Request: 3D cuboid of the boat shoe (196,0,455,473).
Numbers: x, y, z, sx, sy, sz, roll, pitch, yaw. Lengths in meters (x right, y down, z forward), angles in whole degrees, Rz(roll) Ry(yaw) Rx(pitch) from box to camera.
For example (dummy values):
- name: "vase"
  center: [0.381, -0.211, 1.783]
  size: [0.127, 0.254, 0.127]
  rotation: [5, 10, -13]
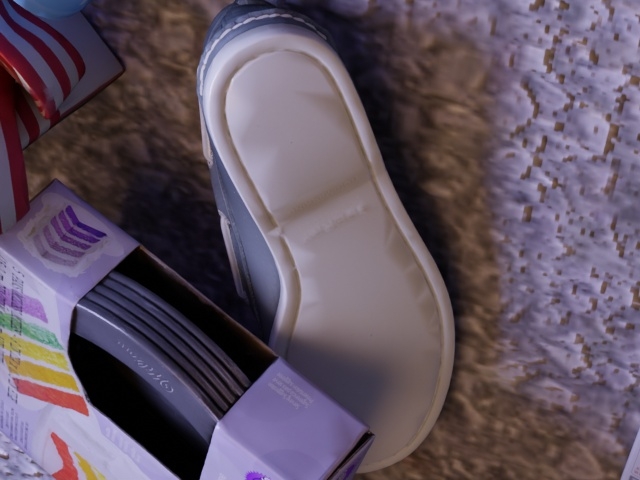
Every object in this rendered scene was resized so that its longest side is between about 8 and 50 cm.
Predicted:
- name: "boat shoe"
  center: [0.000, 0.000, 0.945]
  size: [0.116, 0.099, 0.319]
  rotation: [-21, 124, -5]

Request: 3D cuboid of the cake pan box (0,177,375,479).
- name: "cake pan box"
  center: [-0.101, 0.112, 0.987]
  size: [0.246, 0.070, 0.267]
  rotation: [37, 149, 9]

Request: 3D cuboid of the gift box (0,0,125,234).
- name: "gift box"
  center: [-0.293, -0.088, 0.919]
  size: [0.258, 0.276, 0.255]
  rotation: [-32, 105, 34]

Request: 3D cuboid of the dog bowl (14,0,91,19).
- name: "dog bowl"
  center: [-0.160, -0.266, 0.825]
  size: [0.074, 0.166, 0.297]
  rotation: [-17, 108, 21]

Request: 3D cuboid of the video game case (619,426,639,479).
- name: "video game case"
  center: [0.267, 0.197, 0.937]
  size: [0.201, 0.023, 0.183]
  rotation: [23, 120, 18]
